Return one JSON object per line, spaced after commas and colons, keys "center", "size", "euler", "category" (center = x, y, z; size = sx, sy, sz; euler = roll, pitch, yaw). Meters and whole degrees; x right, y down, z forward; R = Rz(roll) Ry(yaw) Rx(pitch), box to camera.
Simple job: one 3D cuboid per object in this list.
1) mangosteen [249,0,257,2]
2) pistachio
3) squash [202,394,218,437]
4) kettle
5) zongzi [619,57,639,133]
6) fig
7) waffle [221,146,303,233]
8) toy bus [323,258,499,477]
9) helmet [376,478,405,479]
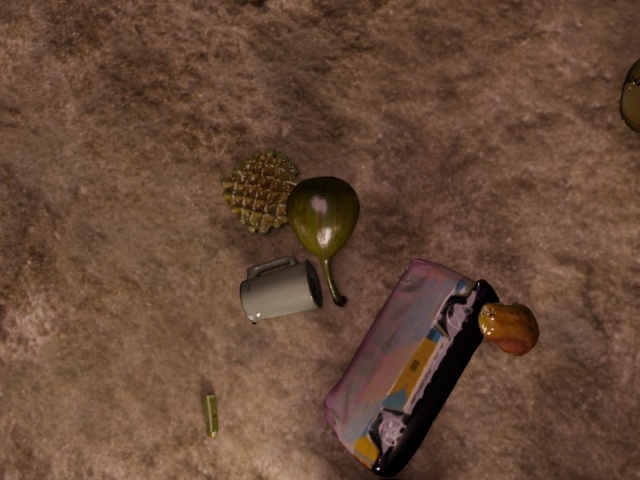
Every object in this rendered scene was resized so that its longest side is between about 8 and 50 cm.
{"center": [-0.185, -0.634, 1.312], "size": [0.166, 0.166, 0.180], "euler": [-21, 99, 8], "category": "mangosteen"}
{"center": [0.344, 0.153, 1.011], "size": [0.049, 0.173, 0.089], "euler": [14, 75, 50], "category": "pistachio"}
{"center": [-0.223, 0.359, 1.169], "size": [0.028, 0.027, 0.083], "euler": [-12, 77, 11], "category": "squash"}
{"center": [-0.083, 0.093, 1.158], "size": [0.148, 0.098, 0.126], "euler": [-15, 81, 13], "category": "kettle"}
{"center": [0.722, -0.167, 0.991], "size": [0.356, 0.174, 0.392], "euler": [-4, 84, 17], "category": "zongzi"}
{"center": [0.000, 0.000, 1.147], "size": [0.152, 0.151, 0.259], "euler": [5, 94, 14], "category": "fig"}
{"center": [-0.121, -0.109, 1.240], "size": [0.169, 0.036, 0.183], "euler": [-37, 73, 2], "category": "waffle"}
{"center": [0.156, 0.223, 1.045], "size": [0.162, 0.171, 0.386], "euler": [28, 84, 31], "category": "toy bus"}
{"center": [0.147, 0.527, 0.978], "size": [0.279, 0.160, 0.230], "euler": [29, 88, 11], "category": "helmet"}
